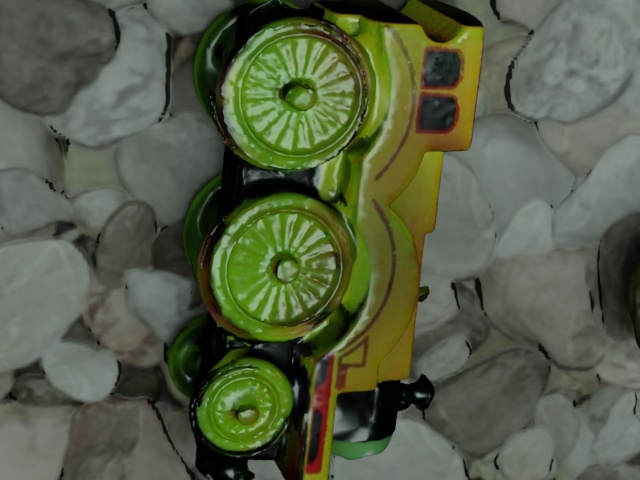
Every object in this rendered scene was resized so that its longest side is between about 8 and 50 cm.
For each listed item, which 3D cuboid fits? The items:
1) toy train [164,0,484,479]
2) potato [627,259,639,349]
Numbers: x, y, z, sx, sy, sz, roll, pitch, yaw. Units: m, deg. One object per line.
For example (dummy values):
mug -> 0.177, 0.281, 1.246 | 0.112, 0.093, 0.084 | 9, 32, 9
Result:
toy train -> 0.000, 0.000, 0.982 | 0.161, 0.100, 0.296 | 1, 108, -19
potato -> 0.281, 0.027, 1.061 | 0.194, 0.157, 0.157 | -7, 111, 0
